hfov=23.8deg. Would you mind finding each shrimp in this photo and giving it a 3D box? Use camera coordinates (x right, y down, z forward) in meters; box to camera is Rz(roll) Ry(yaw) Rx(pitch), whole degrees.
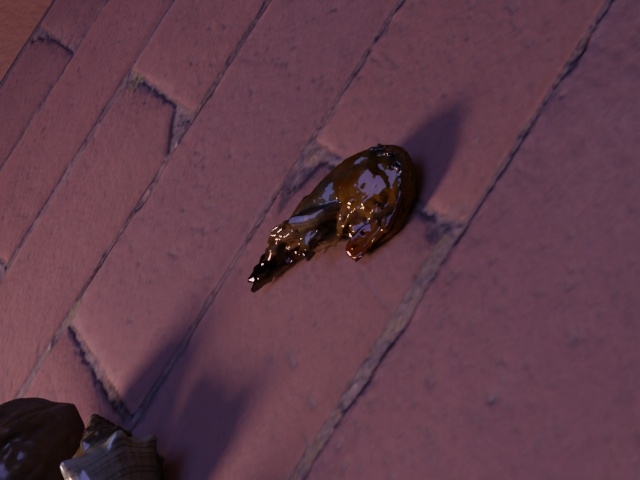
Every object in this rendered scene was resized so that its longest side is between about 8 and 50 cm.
[{"bbox_3d":[-0.006,-0.006,1.536,0.262,0.066,0.117,-43,28,33],"label":"shrimp"}]

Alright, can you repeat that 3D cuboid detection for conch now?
[{"bbox_3d":[-0.227,0.273,1.568,0.137,0.114,0.234,-51,28,46],"label":"conch"}]

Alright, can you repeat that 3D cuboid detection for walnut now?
[{"bbox_3d":[-0.350,0.278,1.727,0.230,0.178,0.178,-52,25,1],"label":"walnut"}]
